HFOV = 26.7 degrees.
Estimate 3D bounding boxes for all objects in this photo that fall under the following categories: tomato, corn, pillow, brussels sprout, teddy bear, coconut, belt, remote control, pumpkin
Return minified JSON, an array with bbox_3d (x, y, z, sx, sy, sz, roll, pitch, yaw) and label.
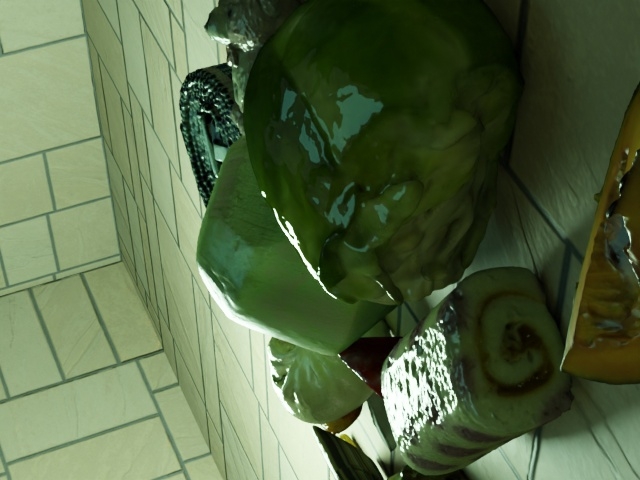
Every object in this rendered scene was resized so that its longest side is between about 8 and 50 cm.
[{"bbox_3d":[0.120,0.181,1.894,0.189,0.099,0.173,42,-173,-25],"label":"tomato"},{"bbox_3d":[0.055,0.391,2.475,0.092,0.037,0.037,-126,25,-46],"label":"corn"},{"bbox_3d":[0.078,0.416,2.256,0.212,0.052,0.208,38,-163,-50],"label":"pillow"},{"bbox_3d":[0.072,-0.122,1.485,0.315,0.276,0.371,36,133,41],"label":"brussels sprout"},{"bbox_3d":[-0.086,-0.287,2.062,0.236,0.151,0.267,-130,23,-67],"label":"teddy bear"},{"bbox_3d":[0.000,0.000,1.838,0.328,0.328,0.281,59,140,40],"label":"coconut"},{"bbox_3d":[-0.115,-0.163,2.280,0.207,0.160,0.295,-1,108,55],"label":"belt"},{"bbox_3d":[0.089,0.234,2.196,0.073,0.044,0.229,64,-171,-66],"label":"remote control"},{"bbox_3d":[0.306,-0.018,1.146,0.312,0.148,0.169,100,-170,-50],"label":"pumpkin"}]

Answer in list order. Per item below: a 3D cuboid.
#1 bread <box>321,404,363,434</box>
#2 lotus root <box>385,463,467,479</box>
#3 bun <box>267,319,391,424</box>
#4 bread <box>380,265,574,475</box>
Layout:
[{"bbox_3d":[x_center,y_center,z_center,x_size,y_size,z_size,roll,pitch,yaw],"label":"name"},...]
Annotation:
[{"bbox_3d":[0.031,0.248,2.289,0.269,0.095,0.139,-14,-76,-84],"label":"bread"},{"bbox_3d":[0.160,0.459,2.009,0.267,0.149,0.260,50,153,47],"label":"lotus root"},{"bbox_3d":[0.000,0.171,2.113,0.231,0.133,0.231,-26,52,38],"label":"bun"},{"bbox_3d":[0.175,0.169,1.641,0.338,0.155,0.187,121,135,-69],"label":"bread"}]
